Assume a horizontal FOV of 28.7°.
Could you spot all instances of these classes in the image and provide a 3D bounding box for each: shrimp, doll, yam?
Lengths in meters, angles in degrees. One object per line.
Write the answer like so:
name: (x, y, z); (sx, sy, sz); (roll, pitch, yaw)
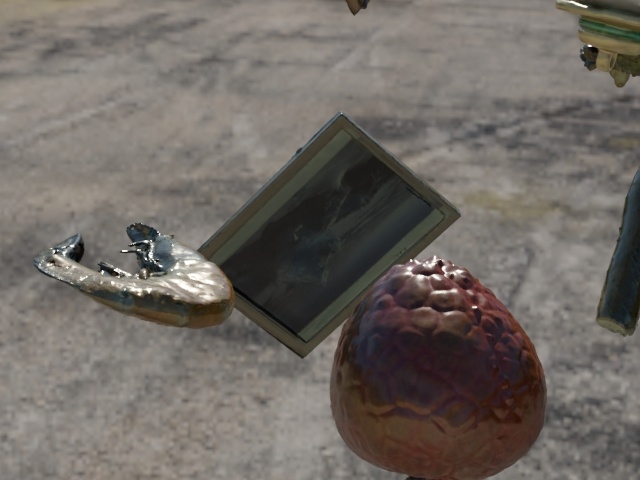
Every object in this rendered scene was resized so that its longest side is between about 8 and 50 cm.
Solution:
shrimp: (-0.268, 0.039, 1.750); (0.272, 0.085, 0.445); (11, 11, -15)
doll: (0.357, -0.333, 1.329); (0.144, 0.208, 0.271); (21, 60, 23)
yam: (0.481, -0.003, 1.886); (0.071, 0.317, 0.067); (30, -23, -21)

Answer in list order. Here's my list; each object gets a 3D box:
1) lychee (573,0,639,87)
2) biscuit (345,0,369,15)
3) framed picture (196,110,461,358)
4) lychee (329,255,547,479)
lychee: (0.545, -0.383, 2.022); (0.270, 0.320, 0.270); (35, 21, -15)
biscuit: (0.041, -0.361, 1.593); (0.031, 0.228, 0.176); (-26, -34, 18)
framed picture: (0.000, 0.000, 2.391); (0.326, 0.446, 0.028); (38, 21, -23)
lychee: (0.129, 0.171, 1.385); (0.255, 0.300, 0.255); (-12, 5, 1)
